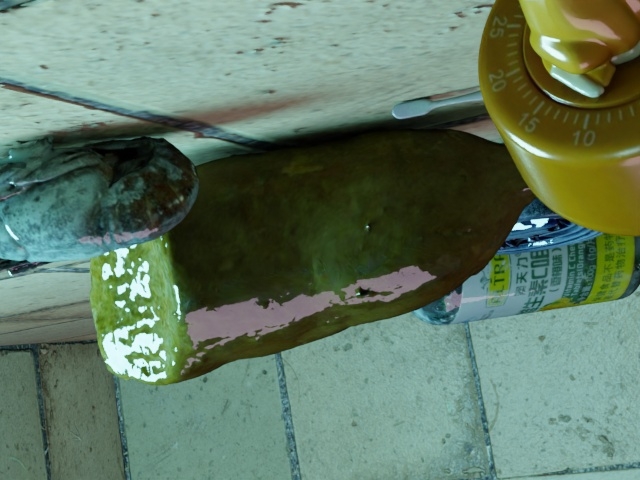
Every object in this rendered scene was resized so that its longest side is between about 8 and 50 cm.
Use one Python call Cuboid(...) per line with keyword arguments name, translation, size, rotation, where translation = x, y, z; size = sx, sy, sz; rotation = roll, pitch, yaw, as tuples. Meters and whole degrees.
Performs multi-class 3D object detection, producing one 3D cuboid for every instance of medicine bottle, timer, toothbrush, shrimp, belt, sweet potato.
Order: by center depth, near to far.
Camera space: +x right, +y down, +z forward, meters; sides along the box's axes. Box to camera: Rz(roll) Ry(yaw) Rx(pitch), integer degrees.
Cuboid(name="timer", translation=(0.100, -0.089, 0.447), size=(0.132, 0.132, 0.152), rotation=(-12, 151, 31))
Cuboid(name="shrimp", translation=(-0.192, -0.023, 0.778), size=(0.233, 0.079, 0.090), rotation=(-7, 139, 5))
Cuboid(name="toothbrush", translation=(0.128, -0.098, 0.790), size=(0.167, 0.011, 0.014), rotation=(-10, 179, 15))
Cuboid(name="sweet potato", translation=(0.000, 0.000, 0.897), size=(0.370, 0.157, 0.158), rotation=(-14, 174, 1))
Cuboid(name="belt", translation=(0.176, -0.038, 1.088), size=(0.141, 0.082, 0.190), rotation=(7, 166, -38))
Cuboid(name="medicine bottle", translation=(0.173, 0.009, 1.247), size=(0.293, 0.141, 0.141), rotation=(-7, 174, -14))
